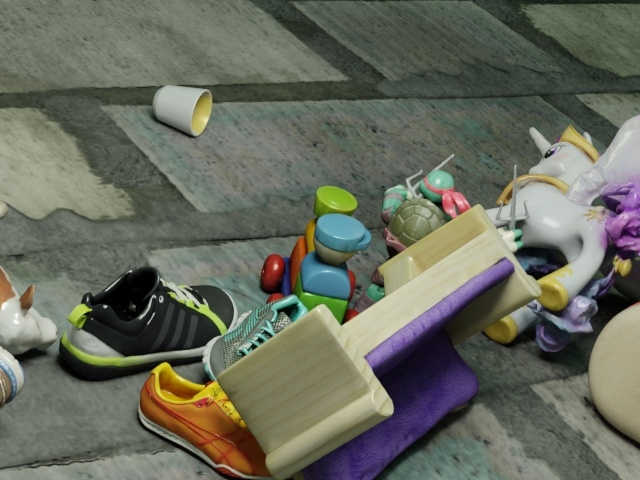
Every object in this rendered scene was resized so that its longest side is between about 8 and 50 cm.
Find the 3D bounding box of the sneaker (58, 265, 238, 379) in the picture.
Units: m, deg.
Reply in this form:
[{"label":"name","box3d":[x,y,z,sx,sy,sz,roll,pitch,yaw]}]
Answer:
[{"label":"sneaker","box3d":[-0.161,0.072,1.745,0.084,0.097,0.234,34,31,28]}]

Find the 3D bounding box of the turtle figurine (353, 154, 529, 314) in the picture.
[{"label":"turtle figurine","box3d":[0.118,-0.002,1.897,0.175,0.234,0.118,36,30,32]}]

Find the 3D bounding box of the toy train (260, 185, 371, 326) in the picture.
[{"label":"toy train","box3d":[0.000,0.000,1.924,0.105,0.143,0.248,13,28,-10]}]

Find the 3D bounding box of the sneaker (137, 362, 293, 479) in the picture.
[{"label":"sneaker","box3d":[-0.093,0.174,1.631,0.175,0.067,0.064,24,26,9]}]

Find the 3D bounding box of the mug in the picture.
[{"label":"mug","box3d":[-0.181,-0.168,2.242,0.064,0.078,0.062,16,58,16]}]

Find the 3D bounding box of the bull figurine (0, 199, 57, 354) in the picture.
[{"label":"bull figurine","box3d":[-0.401,0.020,1.700,0.310,0.101,0.188,15,23,-9]}]

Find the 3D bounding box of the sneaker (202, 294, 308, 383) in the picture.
[{"label":"sneaker","box3d":[-0.063,0.101,1.754,0.065,0.076,0.166,50,29,-10]}]

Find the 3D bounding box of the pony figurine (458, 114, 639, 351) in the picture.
[{"label":"pony figurine","box3d":[0.322,-0.013,2.056,0.351,0.303,0.363,24,42,30]}]

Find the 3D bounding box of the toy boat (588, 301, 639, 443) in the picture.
[{"label":"toy boat","box3d":[0.411,0.160,1.885,0.231,0.151,0.151,33,16,27]}]

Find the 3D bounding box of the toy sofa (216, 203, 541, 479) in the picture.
[{"label":"toy sofa","box3d":[0.080,0.113,1.679,0.177,0.150,0.362,57,34,3]}]

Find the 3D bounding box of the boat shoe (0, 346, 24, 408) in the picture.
[{"label":"boat shoe","box3d":[-0.358,0.098,1.552,0.183,0.066,0.066,24,29,12]}]
